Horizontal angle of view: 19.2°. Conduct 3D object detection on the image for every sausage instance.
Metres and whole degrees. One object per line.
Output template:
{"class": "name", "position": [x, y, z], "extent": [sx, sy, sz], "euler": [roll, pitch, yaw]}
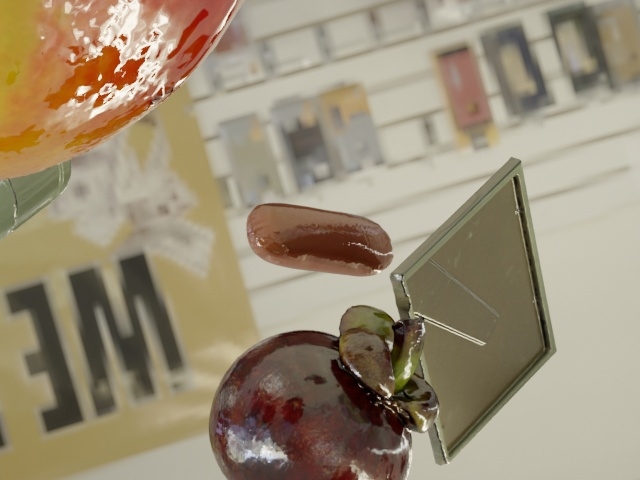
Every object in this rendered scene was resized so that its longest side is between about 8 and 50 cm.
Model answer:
{"class": "sausage", "position": [0.000, 0.000, 2.166], "extent": [0.194, 0.077, 0.077], "euler": [9, 170, -35]}

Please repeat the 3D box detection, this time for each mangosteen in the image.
{"class": "mangosteen", "position": [0.014, 0.169, 1.894], "extent": [0.257, 0.215, 0.215], "euler": [-49, -176, 3]}

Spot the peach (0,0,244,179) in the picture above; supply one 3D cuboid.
{"class": "peach", "position": [-0.212, -0.214, 1.160], "extent": [0.388, 0.388, 0.388], "euler": [-16, -175, 1]}

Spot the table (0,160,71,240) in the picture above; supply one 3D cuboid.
{"class": "table", "position": [-0.323, -0.030, 1.541], "extent": [0.126, 0.126, 0.220], "euler": [-10, -156, 46]}

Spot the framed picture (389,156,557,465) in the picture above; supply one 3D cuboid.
{"class": "framed picture", "position": [0.171, 0.082, 2.054], "extent": [0.020, 0.289, 0.211], "euler": [23, -127, 36]}
